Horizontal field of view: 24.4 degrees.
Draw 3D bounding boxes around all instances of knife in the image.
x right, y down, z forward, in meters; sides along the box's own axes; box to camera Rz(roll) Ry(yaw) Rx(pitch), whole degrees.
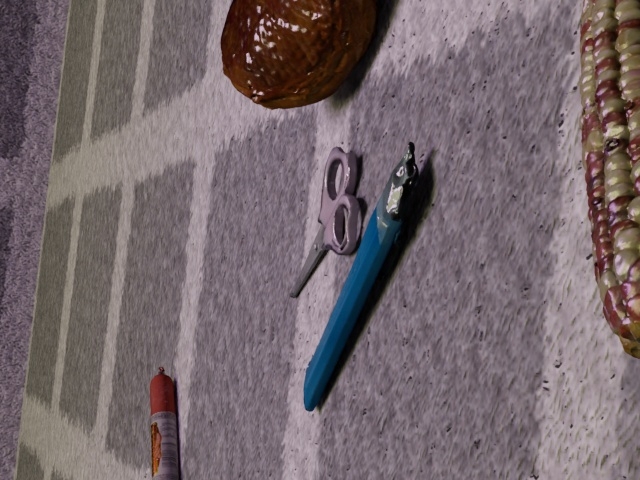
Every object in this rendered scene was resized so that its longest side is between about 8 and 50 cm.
[{"bbox_3d":[0.029,0.039,1.169,0.296,0.026,0.044,112,160,-45],"label":"knife"}]

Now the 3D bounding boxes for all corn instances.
[{"bbox_3d":[0.161,-0.048,0.708,0.079,0.080,0.237,123,151,-54],"label":"corn"}]

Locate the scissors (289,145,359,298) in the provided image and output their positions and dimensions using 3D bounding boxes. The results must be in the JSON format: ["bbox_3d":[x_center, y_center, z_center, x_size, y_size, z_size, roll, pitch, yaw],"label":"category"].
[{"bbox_3d":[0.000,0.000,1.289,0.189,0.015,0.100,119,150,-52],"label":"scissors"}]

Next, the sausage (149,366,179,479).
[{"bbox_3d":[-0.182,0.255,1.729,0.034,0.034,0.253,117,155,-47],"label":"sausage"}]

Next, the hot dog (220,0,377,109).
[{"bbox_3d":[-0.011,-0.213,1.265,0.227,0.099,0.160,126,146,-55],"label":"hot dog"}]
